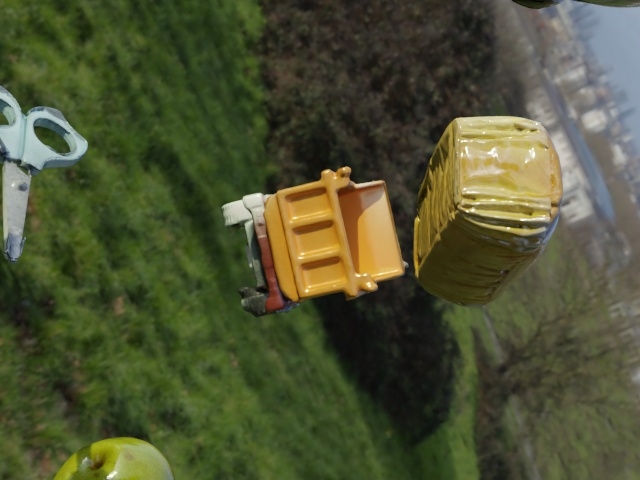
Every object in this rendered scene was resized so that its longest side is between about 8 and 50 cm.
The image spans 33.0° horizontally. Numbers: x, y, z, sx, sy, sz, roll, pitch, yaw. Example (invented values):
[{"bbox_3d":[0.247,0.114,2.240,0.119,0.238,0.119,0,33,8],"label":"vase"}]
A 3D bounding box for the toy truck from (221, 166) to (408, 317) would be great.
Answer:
[{"bbox_3d":[0.000,0.000,0.946,0.270,0.135,0.114,-4,82,-83],"label":"toy truck"}]

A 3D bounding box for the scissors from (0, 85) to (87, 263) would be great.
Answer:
[{"bbox_3d":[-0.375,-0.087,1.344,0.191,0.029,0.360,25,26,-28],"label":"scissors"}]

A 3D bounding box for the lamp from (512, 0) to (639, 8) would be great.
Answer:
[{"bbox_3d":[0.161,-0.209,0.435,0.197,0.244,0.198,14,36,-11],"label":"lamp"}]

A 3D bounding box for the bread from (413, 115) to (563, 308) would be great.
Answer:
[{"bbox_3d":[0.178,-0.027,1.210,0.288,0.119,0.153,105,-11,-69],"label":"bread"}]

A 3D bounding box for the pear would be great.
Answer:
[{"bbox_3d":[-0.278,0.377,1.501,0.166,0.180,0.216,19,-43,48],"label":"pear"}]
